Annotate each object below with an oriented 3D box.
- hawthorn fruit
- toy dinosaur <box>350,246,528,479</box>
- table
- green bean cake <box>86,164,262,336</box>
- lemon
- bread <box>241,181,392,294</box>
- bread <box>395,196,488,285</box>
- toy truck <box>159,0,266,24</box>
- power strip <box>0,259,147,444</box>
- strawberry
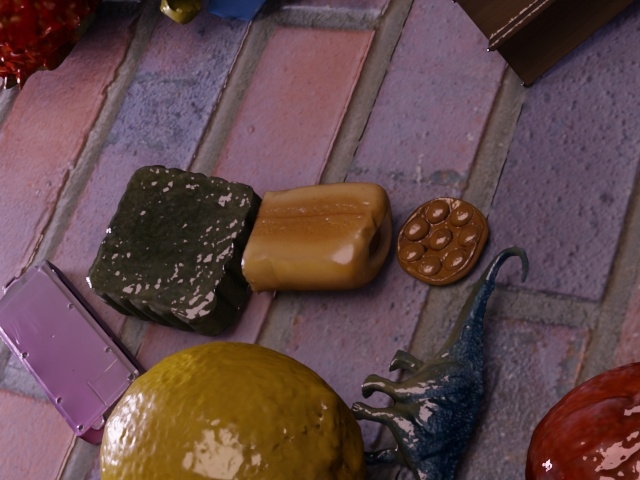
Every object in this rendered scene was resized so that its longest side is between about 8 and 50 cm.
[{"bbox_3d":[0.258,0.228,1.117,0.271,0.242,0.242,-14,57,5],"label":"hawthorn fruit"},{"bbox_3d":[0.114,0.170,1.335,0.147,0.076,0.363,10,74,21],"label":"toy dinosaur"},{"bbox_3d":[0.278,-0.294,1.462,0.226,0.167,0.167,-39,53,15],"label":"table"},{"bbox_3d":[-0.163,0.013,1.548,0.185,0.094,0.183,11,69,32],"label":"green bean cake"},{"bbox_3d":[-0.083,0.226,1.294,0.319,0.245,0.245,14,70,47],"label":"lemon"},{"bbox_3d":[0.001,0.001,1.474,0.173,0.085,0.134,0,56,31],"label":"bread"},{"bbox_3d":[0.136,0.000,1.443,0.110,0.024,0.110,-12,61,21],"label":"bread"},{"bbox_3d":[-0.237,-0.411,1.660,0.384,0.161,0.162,15,60,-15],"label":"toy truck"},{"bbox_3d":[-0.313,0.132,1.596,0.109,0.037,0.279,-46,53,-2],"label":"power strip"},{"bbox_3d":[-0.459,-0.390,1.771,0.292,0.343,0.292,-28,39,26],"label":"strawberry"}]
